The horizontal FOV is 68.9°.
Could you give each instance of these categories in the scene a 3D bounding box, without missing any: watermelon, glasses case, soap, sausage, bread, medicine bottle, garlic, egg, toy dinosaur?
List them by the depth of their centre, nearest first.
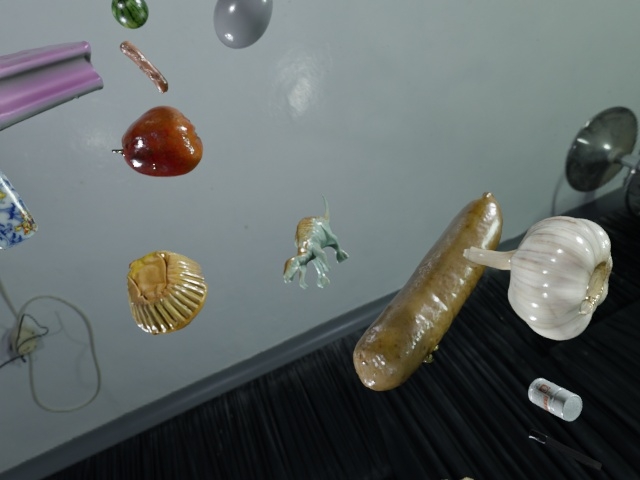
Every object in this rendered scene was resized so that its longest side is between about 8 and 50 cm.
[{"bbox_3d":[-0.375,-0.186,0.564,0.122,0.203,0.066,-2,121,13],"label":"soap"},{"bbox_3d":[0.349,0.051,0.786,0.199,0.225,0.199,-13,109,-44],"label":"garlic"},{"bbox_3d":[-0.600,-0.100,0.816,0.087,0.065,0.248,-36,114,-25],"label":"glasses case"},{"bbox_3d":[0.237,0.097,0.957,0.501,0.123,0.136,-47,133,-23],"label":"sausage"},{"bbox_3d":[0.482,0.327,0.964,0.057,0.089,0.057,-3,98,-22],"label":"medicine bottle"},{"bbox_3d":[0.000,0.000,1.172,0.092,0.393,0.206,-11,131,27],"label":"toy dinosaur"},{"bbox_3d":[-0.465,-0.462,1.242,0.158,0.042,0.036,48,67,-21],"label":"sausage"},{"bbox_3d":[-0.208,-0.618,1.269,0.146,0.146,0.199,31,114,-33],"label":"egg"},{"bbox_3d":[-0.532,-0.648,1.301,0.108,0.109,0.109,-10,122,-17],"label":"watermelon"},{"bbox_3d":[-0.497,0.160,1.490,0.274,0.274,0.149,-32,146,-3],"label":"bread"}]

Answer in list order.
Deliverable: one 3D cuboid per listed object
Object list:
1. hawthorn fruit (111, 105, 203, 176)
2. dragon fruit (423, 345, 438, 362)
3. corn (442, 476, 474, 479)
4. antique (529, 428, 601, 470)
[{"bbox_3d":[-0.504,-0.291,1.442,0.260,0.224,0.224,-22,125,-16],"label":"hawthorn fruit"},{"bbox_3d":[0.292,0.272,1.399,0.166,0.160,0.172,8,93,10],"label":"dragon fruit"},{"bbox_3d":[0.196,0.345,0.501,0.087,0.087,0.211,-43,99,5],"label":"corn"},{"bbox_3d":[0.432,0.368,0.816,0.192,0.031,0.015,31,78,-27],"label":"antique"}]
